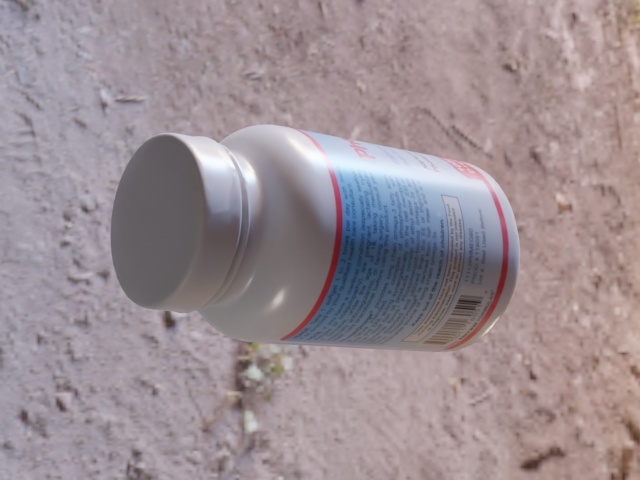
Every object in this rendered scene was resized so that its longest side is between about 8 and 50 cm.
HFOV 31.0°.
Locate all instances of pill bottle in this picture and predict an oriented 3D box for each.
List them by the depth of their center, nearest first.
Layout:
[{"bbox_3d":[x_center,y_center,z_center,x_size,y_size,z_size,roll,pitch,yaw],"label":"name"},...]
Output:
[{"bbox_3d":[0.000,0.000,0.474,0.160,0.087,0.087,7,79,-40],"label":"pill bottle"}]
